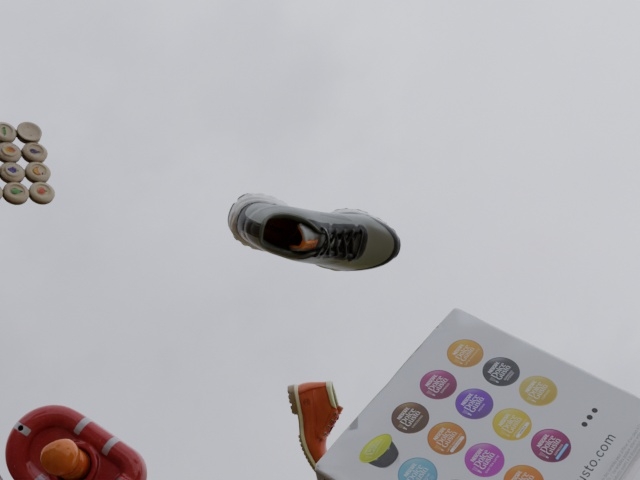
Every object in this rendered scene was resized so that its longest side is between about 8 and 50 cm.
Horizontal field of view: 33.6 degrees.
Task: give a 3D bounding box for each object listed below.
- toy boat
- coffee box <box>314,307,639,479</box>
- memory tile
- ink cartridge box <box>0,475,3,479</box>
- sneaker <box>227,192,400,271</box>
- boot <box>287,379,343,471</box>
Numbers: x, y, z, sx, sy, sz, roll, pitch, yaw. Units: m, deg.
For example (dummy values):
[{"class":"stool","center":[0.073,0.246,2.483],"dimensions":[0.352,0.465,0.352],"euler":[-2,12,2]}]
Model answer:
[{"class":"toy boat","center":[-0.393,0.346,1.657],"dimensions":[0.231,0.151,0.151],"euler":[29,-19,19]},{"class":"coffee box","center":[0.232,0.370,1.483],"dimensions":[0.334,0.337,0.338],"euler":[27,-35,30]},{"class":"memory tile","center":[-0.441,-0.111,1.506],"dimensions":[0.113,0.148,0.012],"euler":[0,-36,-31]},{"class":"ink cartridge box","center":[-0.646,0.327,1.582],"dimensions":[0.223,0.129,0.307],"euler":[-14,-59,9]},{"class":"sneaker","center":[0.000,0.000,1.586],"dimensions":[0.272,0.108,0.100],"euler":[9,-78,-24]},{"class":"boot","center":[0.003,0.311,1.775],"dimensions":[0.085,0.059,0.157],"euler":[-13,-91,4]}]
